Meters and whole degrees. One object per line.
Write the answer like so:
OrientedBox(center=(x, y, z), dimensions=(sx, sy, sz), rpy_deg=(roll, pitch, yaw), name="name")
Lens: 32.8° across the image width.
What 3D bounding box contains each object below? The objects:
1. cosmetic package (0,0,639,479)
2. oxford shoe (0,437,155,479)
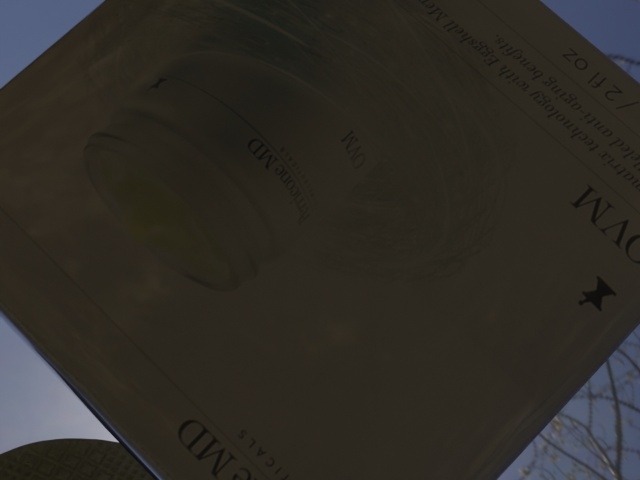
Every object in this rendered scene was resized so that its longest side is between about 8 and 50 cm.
OrientedBox(center=(0.000, 0.000, 0.440), dimensions=(0.224, 0.138, 0.225), rpy_deg=(43, -102, 11), name="cosmetic package")
OrientedBox(center=(-0.395, 0.360, 1.354), dimensions=(0.450, 0.130, 0.169), rpy_deg=(-11, -131, -20), name="oxford shoe")
